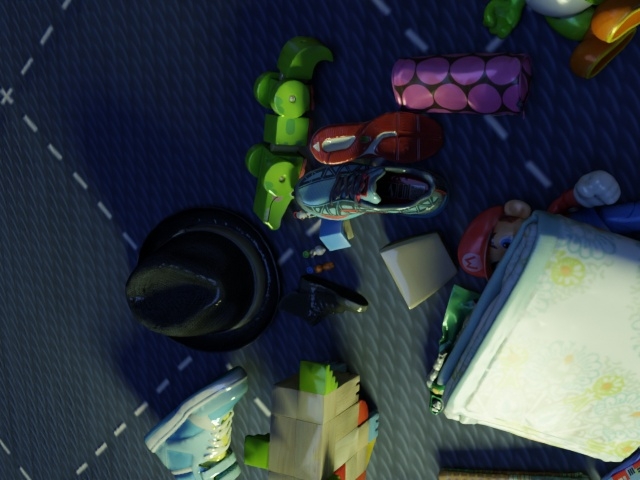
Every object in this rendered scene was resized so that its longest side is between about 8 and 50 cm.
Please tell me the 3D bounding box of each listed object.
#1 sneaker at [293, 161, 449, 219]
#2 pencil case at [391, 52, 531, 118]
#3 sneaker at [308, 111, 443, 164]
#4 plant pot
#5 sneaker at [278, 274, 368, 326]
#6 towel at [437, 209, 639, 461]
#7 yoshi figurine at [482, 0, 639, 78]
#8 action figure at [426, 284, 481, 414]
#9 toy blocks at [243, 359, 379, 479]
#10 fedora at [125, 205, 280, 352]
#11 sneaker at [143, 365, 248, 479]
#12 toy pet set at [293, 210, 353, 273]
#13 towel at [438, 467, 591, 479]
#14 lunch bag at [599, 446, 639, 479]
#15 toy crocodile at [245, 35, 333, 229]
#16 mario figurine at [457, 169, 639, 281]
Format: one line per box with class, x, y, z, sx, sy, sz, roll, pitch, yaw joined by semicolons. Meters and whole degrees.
sneaker;0.076;-0.092;1.125;0.262;0.125;0.104;-1;85;13
pencil case;0.219;-0.240;1.074;0.209;0.095;0.098;8;137;25
sneaker;0.085;-0.176;1.153;0.221;0.128;0.087;-1;104;-10
plant pot;0.171;0.037;1.146;0.096;0.109;0.109;-28;89;15
sneaker;0.004;0.122;1.268;0.170;0.051;0.089;22;110;23
towel;0.378;0.155;0.999;0.320;0.090;0.374;16;123;-6
yoshi figurine;0.272;-0.386;0.960;0.362;0.203;0.203;51;125;14
action figure;0.242;0.205;1.174;0.137;0.063;0.232;27;114;13
toy blocks;0.014;0.370;1.213;0.190;0.261;0.381;5;96;26
fedora;-0.251;0.092;1.318;0.334;0.152;0.334;6;104;23
sneaker;-0.203;0.399;1.380;0.208;0.127;0.319;52;125;8
toy pet set;0.000;0.000;1.233;0.114;0.065;0.122;-12;96;26
towel;0.362;0.580;1.207;0.271;0.040;0.370;-7;97;27
lunch bag;0.582;0.420;1.038;0.221;0.138;0.293;-47;70;27
toy crocodile;-0.060;-0.185;1.206;0.115;0.105;0.340;-141;56;-59
mario figurine;0.363;0.018;1.010;0.320;0.170;0.198;-5;73;19
